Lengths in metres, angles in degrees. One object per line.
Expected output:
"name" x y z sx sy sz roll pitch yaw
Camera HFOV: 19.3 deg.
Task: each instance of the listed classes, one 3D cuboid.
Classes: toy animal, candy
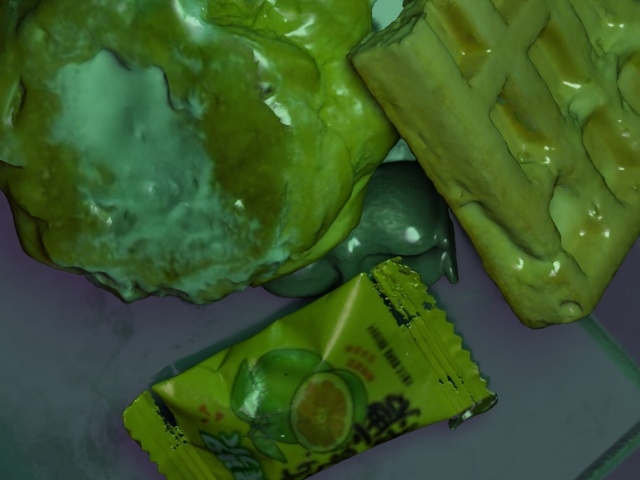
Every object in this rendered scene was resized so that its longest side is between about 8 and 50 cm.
"toy animal" 0.007 0.003 1.660 0.236 0.108 0.138 -8 62 16
"candy" -0.013 0.142 1.645 0.297 0.081 0.187 -28 118 10

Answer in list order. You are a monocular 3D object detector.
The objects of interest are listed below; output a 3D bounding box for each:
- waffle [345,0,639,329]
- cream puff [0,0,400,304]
"waffle" 0.202 -0.142 1.522 0.304 0.077 0.348 53 58 -26
"cream puff" -0.097 -0.141 1.547 0.378 0.275 0.378 10 116 20
